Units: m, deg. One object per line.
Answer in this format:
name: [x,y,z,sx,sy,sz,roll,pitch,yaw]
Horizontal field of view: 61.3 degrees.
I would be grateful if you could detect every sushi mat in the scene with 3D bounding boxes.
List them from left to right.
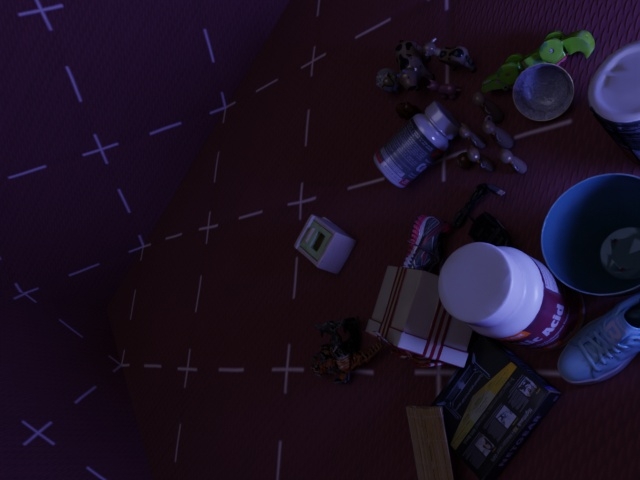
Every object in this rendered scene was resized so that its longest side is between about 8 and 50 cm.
sushi mat: [0.318,0.629,1.527,0.151,0.019,0.317,-20,76,54]

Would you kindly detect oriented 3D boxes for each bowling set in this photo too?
bowling set: [0.492,-0.292,1.679,0.199,0.154,0.287,-36,51,31]

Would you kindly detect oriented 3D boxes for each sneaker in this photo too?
sneaker: [0.332,0.069,1.740,0.111,0.121,0.300,15,91,25]
sneaker: [0.699,0.212,1.273,0.366,0.150,0.135,-46,46,23]

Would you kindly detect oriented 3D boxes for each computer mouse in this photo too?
computer mouse: [0.521,-0.060,1.635,0.184,0.060,0.262,-60,31,17]

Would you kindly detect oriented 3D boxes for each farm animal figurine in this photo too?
farm animal figurine: [0.351,-0.612,1.935,0.330,0.172,0.327,-43,48,26]

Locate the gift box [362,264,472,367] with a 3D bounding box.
gift box: [0.276,0.225,1.587,0.255,0.276,0.258,177,110,-76]

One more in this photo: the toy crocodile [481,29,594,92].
toy crocodile: [0.654,-0.540,1.654,0.340,0.105,0.115,-23,18,40]

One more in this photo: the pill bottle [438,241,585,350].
pill bottle: [0.479,0.143,1.347,0.224,0.392,0.224,-19,62,41]

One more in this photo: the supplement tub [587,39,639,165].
supplement tub: [0.776,-0.293,1.247,0.207,0.337,0.207,-19,62,40]

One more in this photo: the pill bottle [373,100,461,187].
pill bottle: [0.333,-0.329,1.854,0.283,0.161,0.161,-43,49,27]

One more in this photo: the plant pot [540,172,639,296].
plant pot: [0.714,0.008,1.302,0.290,0.195,0.291,-19,62,40]

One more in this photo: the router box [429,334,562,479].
router box: [0.460,0.453,1.479,0.309,0.081,0.243,-58,43,12]

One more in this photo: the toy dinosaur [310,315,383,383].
toy dinosaur: [0.088,0.383,1.881,0.321,0.164,0.219,-17,77,21]

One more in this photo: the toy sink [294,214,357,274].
toy sink: [0.000,0.000,2.095,0.234,0.131,0.153,41,104,47]

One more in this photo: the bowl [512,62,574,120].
bowl: [0.663,-0.448,1.596,0.170,0.170,0.080,-19,18,41]
